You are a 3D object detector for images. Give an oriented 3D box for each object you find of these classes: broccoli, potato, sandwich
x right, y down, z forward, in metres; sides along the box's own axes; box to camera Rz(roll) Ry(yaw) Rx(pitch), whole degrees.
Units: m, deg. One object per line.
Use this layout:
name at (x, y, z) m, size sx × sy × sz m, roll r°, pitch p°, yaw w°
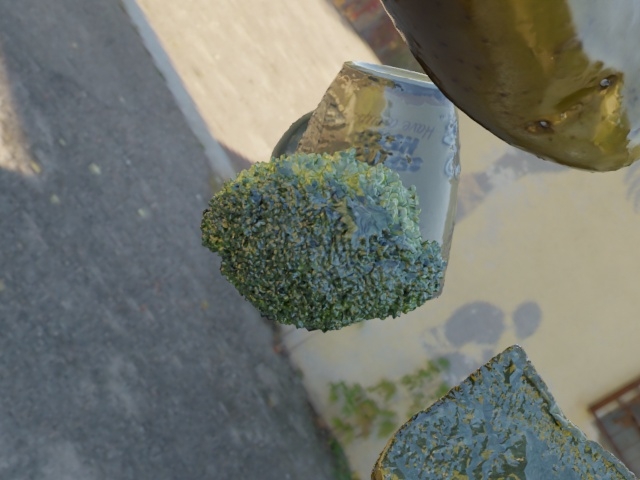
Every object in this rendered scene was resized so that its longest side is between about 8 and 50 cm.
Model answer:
broccoli at (-0.003, 0.001, 1.068) m, size 0.226 × 0.176 × 0.198 m, roll 24°, pitch -52°, yaw 43°
potato at (0.050, -0.189, 0.407) m, size 0.369 × 0.176 × 0.195 m, roll 56°, pitch -11°, yaw -29°
sandwich at (0.230, 0.307, 1.257) m, size 0.301 × 0.271 × 0.099 m, roll 47°, pitch -18°, yaw 27°

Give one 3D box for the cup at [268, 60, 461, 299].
cup at (0.047, -0.091, 1.296) m, size 0.227 × 0.257 × 0.301 m, roll 3°, pitch 16°, yaw -41°
